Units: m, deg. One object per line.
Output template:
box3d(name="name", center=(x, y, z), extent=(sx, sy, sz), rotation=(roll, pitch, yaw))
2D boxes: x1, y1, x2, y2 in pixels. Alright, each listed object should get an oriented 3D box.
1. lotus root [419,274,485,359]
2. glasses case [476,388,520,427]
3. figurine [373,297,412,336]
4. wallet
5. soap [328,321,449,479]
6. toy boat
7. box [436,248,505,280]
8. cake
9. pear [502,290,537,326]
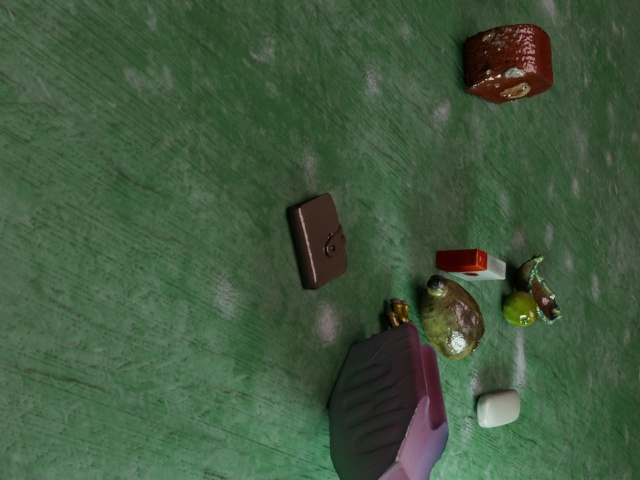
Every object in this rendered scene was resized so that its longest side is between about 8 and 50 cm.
box3d(name="lotus root", center=(0.270, 0.154, 1.716), extent=(0.138, 0.138, 0.214), rotation=(-53, 127, -42))
box3d(name="glasses case", center=(0.431, 0.404, 1.976), extent=(0.204, 0.051, 0.081), rotation=(8, 79, -54))
box3d(name="figurine", center=(0.157, 0.188, 1.604), extent=(0.101, 0.068, 0.143), rotation=(42, 52, -24))
box3d(name="wallet", center=(0.000, 0.000, 1.430), extent=(0.118, 0.039, 0.152), rotation=(-29, 109, -49))
box3d(name="soap", center=(0.114, 0.312, 1.410), extent=(0.109, 0.193, 0.323), rotation=(51, 23, -32))
box3d(name="toy boat", center=(0.566, 0.120, 2.156), extent=(0.293, 0.099, 0.108), rotation=(56, 44, -46))
box3d(name="box", center=(0.340, 0.056, 1.841), extent=(0.152, 0.100, 0.048), rotation=(25, 64, -51))
box3d(name="cake", center=(0.468, -0.428, 1.998), extent=(0.283, 0.177, 0.150), rotation=(5, 83, -55))
box3d(name="pear", center=(0.504, 0.175, 2.067), extent=(0.092, 0.097, 0.092), rotation=(-13, 117, -26))
